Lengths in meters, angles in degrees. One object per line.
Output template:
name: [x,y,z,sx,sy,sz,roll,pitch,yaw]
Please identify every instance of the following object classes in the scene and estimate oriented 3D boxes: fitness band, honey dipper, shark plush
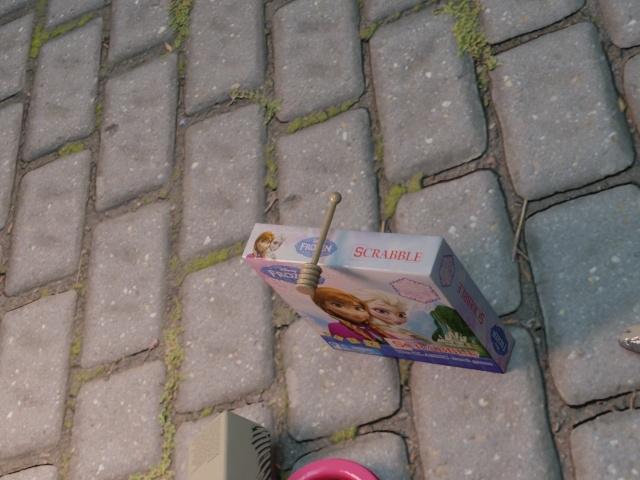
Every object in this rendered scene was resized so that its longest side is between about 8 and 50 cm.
fitness band: [0.004,0.466,1.584,0.209,0.054,0.291,-2,58,29]
honey dipper: [0.000,0.000,1.504,0.030,0.030,0.160,0,60,31]
shark plush: [0.505,0.167,1.520,0.161,0.073,0.067,38,102,22]

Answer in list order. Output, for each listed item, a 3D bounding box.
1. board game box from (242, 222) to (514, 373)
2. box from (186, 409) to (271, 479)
board game box: [0.093,0.089,1.620,0.319,0.318,0.066,4,61,34]
box: [-0.141,0.406,1.635,0.113,0.094,0.275,-43,32,30]
